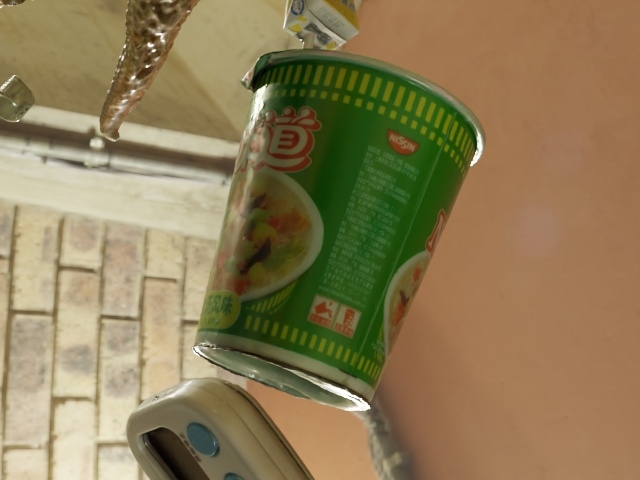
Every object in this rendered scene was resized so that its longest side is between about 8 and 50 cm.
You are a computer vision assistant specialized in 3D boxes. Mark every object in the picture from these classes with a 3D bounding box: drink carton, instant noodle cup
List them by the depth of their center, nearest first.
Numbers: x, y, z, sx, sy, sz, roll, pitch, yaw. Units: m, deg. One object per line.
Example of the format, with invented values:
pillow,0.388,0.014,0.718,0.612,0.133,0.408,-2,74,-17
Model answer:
instant noodle cup,0.000,0.000,0.761,0.207,0.207,0.232,-3,-116,54
drink carton,-0.001,-0.266,1.080,0.074,0.084,0.200,-28,-132,31

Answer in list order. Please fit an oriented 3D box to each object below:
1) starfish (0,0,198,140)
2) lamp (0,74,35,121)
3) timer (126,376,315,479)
starfish,-0.129,-0.262,0.705,0.384,0.398,0.132,-40,-105,13
lamp,-0.370,-0.178,0.984,0.050,0.198,0.056,-47,-115,3
timer,-0.121,0.292,1.227,0.237,0.087,0.262,-28,-80,49
